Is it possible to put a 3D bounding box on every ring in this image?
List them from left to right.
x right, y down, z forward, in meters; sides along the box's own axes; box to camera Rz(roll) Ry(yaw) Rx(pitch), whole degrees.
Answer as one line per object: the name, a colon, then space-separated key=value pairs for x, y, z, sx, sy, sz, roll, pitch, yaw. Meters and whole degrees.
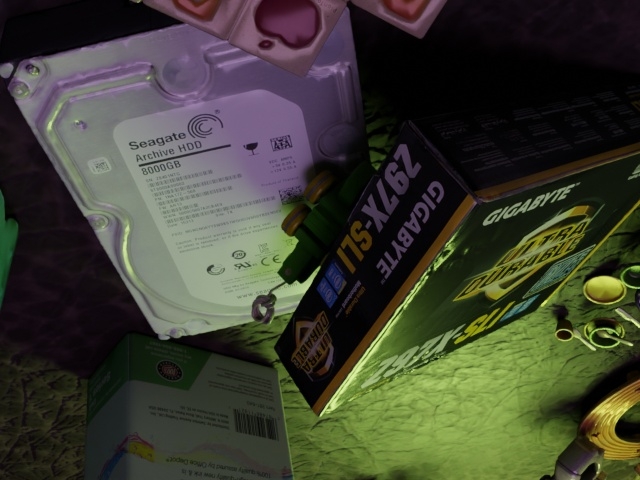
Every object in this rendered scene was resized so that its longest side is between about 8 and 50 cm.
ring: x=0.557 y=0.249 z=1.140 sx=0.336 sy=0.032 sz=0.337 roll=-7 pitch=139 yaw=-6

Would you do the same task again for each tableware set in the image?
tableware set: x=0.346 y=0.084 z=0.874 sx=0.104 sy=0.024 sz=0.154 roll=36 pitch=135 yaw=-14

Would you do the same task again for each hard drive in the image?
hard drive: x=-0.074 y=-0.049 z=0.610 sx=0.237 sy=0.064 sz=0.339 roll=-13 pitch=139 yaw=0

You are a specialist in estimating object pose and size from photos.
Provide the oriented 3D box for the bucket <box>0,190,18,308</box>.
bucket: x=-0.382 y=0.058 z=0.559 sx=0.281 sy=0.183 sz=0.281 roll=-7 pitch=139 yaw=-6

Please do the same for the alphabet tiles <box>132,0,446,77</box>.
alphabet tiles: x=-0.001 y=-0.258 z=0.375 sx=0.285 sy=0.011 sz=0.342 roll=20 pitch=122 yaw=-24

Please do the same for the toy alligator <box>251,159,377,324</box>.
toy alligator: x=0.000 y=0.000 z=0.601 sx=0.051 sy=0.056 sz=0.190 roll=-31 pitch=162 yaw=-50

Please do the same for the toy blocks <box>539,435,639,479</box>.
toy blocks: x=0.562 y=0.342 z=1.089 sx=0.288 sy=0.309 sz=0.260 roll=10 pitch=107 yaw=-41

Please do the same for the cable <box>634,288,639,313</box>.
cable: x=0.468 y=0.064 z=0.898 sx=0.184 sy=0.047 sz=0.150 roll=-5 pitch=147 yaw=-2

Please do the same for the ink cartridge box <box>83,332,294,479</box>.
ink cartridge box: x=-0.137 y=0.260 z=0.783 sx=0.201 sy=0.278 sz=0.117 roll=21 pitch=129 yaw=-33

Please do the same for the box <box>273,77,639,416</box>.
box: x=0.141 y=0.000 z=0.612 sx=0.322 sy=0.079 sz=0.257 roll=-16 pitch=150 yaw=-39
